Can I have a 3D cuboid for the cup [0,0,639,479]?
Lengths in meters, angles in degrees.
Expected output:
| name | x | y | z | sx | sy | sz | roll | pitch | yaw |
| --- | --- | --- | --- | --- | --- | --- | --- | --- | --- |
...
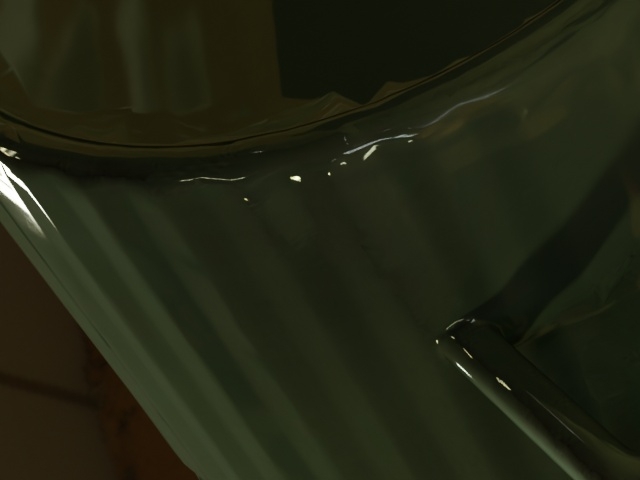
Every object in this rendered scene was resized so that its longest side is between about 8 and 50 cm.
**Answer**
| name | x | y | z | sx | sy | sz | roll | pitch | yaw |
| --- | --- | --- | --- | --- | --- | --- | --- | --- | --- |
| cup | 0.091 | -0.003 | 0.512 | 0.401 | 0.310 | 0.392 | 22 | 159 | 33 |
